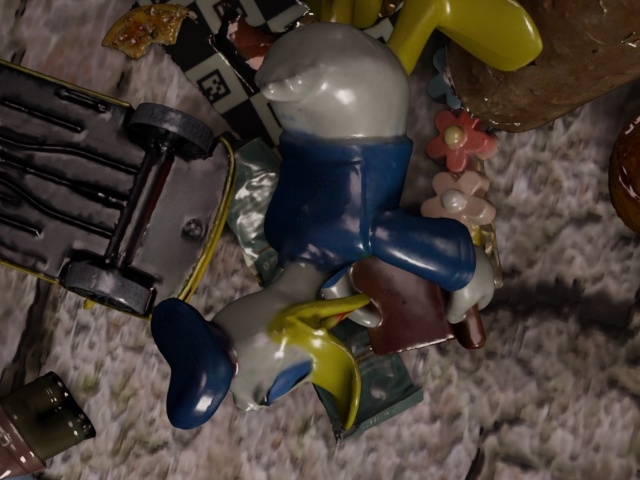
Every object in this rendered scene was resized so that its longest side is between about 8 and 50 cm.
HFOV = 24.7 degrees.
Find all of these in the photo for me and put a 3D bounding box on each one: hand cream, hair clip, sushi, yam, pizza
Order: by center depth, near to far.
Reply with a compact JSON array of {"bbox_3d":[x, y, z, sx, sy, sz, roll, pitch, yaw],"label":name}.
[{"bbox_3d":[0.199,-0.165,0.999,0.128,0.238,0.129,15,68,-28],"label":"yam"},{"bbox_3d":[-0.014,0.027,1.086,0.075,0.052,0.247,-29,83,-1],"label":"hand cream"},{"bbox_3d":[0.009,-0.200,1.086,0.192,0.043,0.279,47,114,4],"label":"sushi"},{"bbox_3d":[0.107,-0.065,1.095,0.062,0.056,0.213,-8,82,33],"label":"hair clip"},{"bbox_3d":[-0.132,-0.161,1.117,0.083,0.016,0.037,-14,105,22],"label":"pizza"}]

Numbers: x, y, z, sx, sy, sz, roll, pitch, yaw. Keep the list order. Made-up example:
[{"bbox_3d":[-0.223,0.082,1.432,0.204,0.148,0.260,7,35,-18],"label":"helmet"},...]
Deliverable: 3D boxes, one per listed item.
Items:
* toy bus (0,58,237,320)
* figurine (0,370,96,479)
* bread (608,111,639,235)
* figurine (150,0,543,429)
[{"bbox_3d":[-0.225,-0.050,1.053,0.331,0.151,0.145,20,78,6],"label":"toy bus"},{"bbox_3d":[-0.264,0.167,1.062,0.196,0.108,0.114,-35,93,-21],"label":"figurine"},{"bbox_3d":[0.319,-0.034,1.043,0.247,0.135,0.232,44,86,6],"label":"bread"},{"bbox_3d":[0.000,0.000,0.974,0.205,0.283,0.338,13,54,40],"label":"figurine"}]
